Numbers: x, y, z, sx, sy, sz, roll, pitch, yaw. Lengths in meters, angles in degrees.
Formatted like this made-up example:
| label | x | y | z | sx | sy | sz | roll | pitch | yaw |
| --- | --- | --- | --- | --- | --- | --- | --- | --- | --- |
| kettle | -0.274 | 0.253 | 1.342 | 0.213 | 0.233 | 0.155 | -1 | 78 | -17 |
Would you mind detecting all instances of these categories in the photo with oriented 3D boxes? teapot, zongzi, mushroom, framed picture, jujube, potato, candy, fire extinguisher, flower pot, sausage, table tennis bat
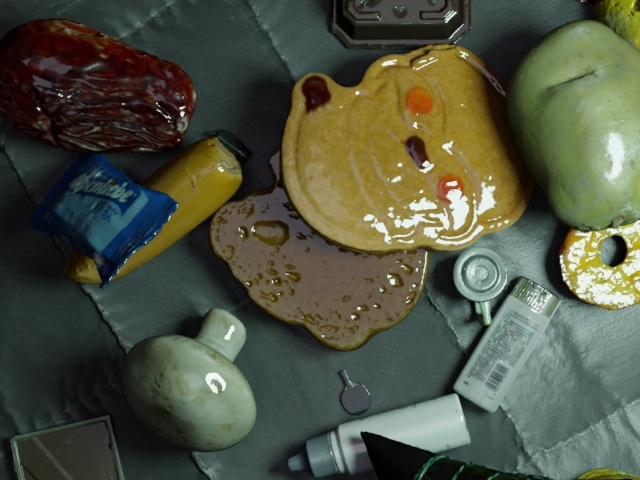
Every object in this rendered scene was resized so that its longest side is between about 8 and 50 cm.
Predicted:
| label | x | y | z | sx | sy | sz | roll | pitch | yaw |
| --- | --- | --- | --- | --- | --- | --- | --- | --- | --- |
| teapot | 0.261 | 0.075 | 1.799 | 0.092 | 0.091 | 0.124 | 19 | 85 | 5 |
| zongzi | 0.228 | 0.428 | 1.673 | 0.319 | 0.383 | 0.362 | -39 | 98 | -39 |
| mushroom | -0.201 | 0.227 | 1.790 | 0.243 | 0.243 | 0.243 | 0 | 89 | 4 |
| framed picture | -0.429 | 0.450 | 1.875 | 0.189 | 0.023 | 0.260 | -15 | 88 | 4 |
| jujube | -0.379 | -0.256 | 1.809 | 0.342 | 0.216 | 0.216 | 15 | 90 | -1 |
| potato | 0.436 | -0.180 | 1.696 | 0.243 | 0.221 | 0.326 | -22 | 80 | -17 |
| candy | -0.370 | -0.046 | 1.762 | 0.331 | 0.077 | 0.187 | 29 | 77 | 45 |
| fire extinguisher | -0.159 | -0.170 | 1.869 | 0.083 | 0.025 | 0.038 | 35 | 54 | 4 |
| flower pot | 0.137 | -0.422 | 1.822 | 0.251 | 0.084 | 0.179 | 1 | 89 | 4 |
| sausage | -0.291 | -0.036 | 1.819 | 0.354 | 0.134 | 0.116 | -37 | 131 | 13 |
| table tennis bat | 0.056 | 0.263 | 1.851 | 0.050 | 0.007 | 0.083 | -26 | 89 | 4 |

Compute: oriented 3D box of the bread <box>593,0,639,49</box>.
| label | x | y | z | sx | sy | sz | roll | pitch | yaw |
| --- | --- | --- | --- | --- | --- | --- | --- | --- | --- |
| bread | 0.559 | -0.349 | 1.749 | 0.170 | 0.197 | 0.197 | -32 | 87 | -10 |

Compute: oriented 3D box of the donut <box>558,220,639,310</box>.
| label | x | y | z | sx | sy | sz | roll | pitch | yaw |
| --- | --- | --- | --- | --- | --- | --- | --- | --- | --- |
| donut | 0.486 | 0.023 | 1.793 | 0.174 | 0.074 | 0.190 | 11 | 85 | 6 |

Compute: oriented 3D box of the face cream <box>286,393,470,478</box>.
| label | x | y | z | sx | sy | sz | roll | pitch | yaw |
| --- | --- | --- | --- | --- | --- | --- | --- | --- | --- |
| face cream | 0.094 | 0.341 | 1.805 | 0.311 | 0.092 | 0.092 | -16 | 88 | 3 |

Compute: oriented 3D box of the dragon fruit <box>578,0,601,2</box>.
| label | x | y | z | sx | sy | sz | roll | pitch | yaw |
| --- | --- | --- | --- | --- | --- | --- | --- | --- | --- |
| dragon fruit | 0.496 | -0.460 | 1.820 | 0.131 | 0.063 | 0.097 | 3 | 121 | 4 |

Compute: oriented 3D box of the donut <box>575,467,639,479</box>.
| label | x | y | z | sx | sy | sz | roll | pitch | yaw |
| --- | --- | --- | --- | --- | --- | --- | --- | --- | --- |
| donut | 0.470 | 0.512 | 1.756 | 0.208 | 0.128 | 0.261 | 10 | 88 | 5 |

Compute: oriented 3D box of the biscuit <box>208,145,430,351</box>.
| label | x | y | z | sx | sy | sz | roll | pitch | yaw |
| --- | --- | --- | --- | --- | --- | --- | --- | --- | --- |
| biscuit | 0.000 | 0.000 | 1.829 | 0.381 | 0.074 | 0.359 | 10 | 87 | 7 |

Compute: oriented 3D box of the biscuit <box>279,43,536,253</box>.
| label | x | y | z | sx | sy | sz | roll | pitch | yaw |
| --- | --- | --- | --- | --- | --- | --- | --- | --- | --- |
| biscuit | 0.157 | -0.145 | 1.775 | 0.455 | 0.078 | 0.349 | -16 | 88 | -10 |

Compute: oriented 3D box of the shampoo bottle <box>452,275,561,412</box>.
| label | x | y | z | sx | sy | sz | roll | pitch | yaw |
| --- | --- | --- | --- | --- | --- | --- | --- | --- | --- |
| shampoo bottle | 0.315 | 0.175 | 1.809 | 0.086 | 0.056 | 0.227 | 30 | 91 | 6 |
